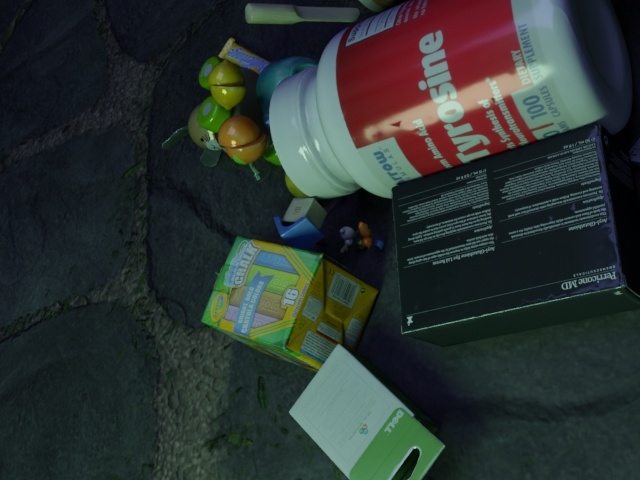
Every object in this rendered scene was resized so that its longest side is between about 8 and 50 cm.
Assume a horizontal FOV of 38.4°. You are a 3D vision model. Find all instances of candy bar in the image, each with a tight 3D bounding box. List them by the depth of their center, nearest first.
[{"bbox_3d":[-0.123,-0.307,1.566,0.040,0.018,0.161,-55,44,2],"label":"candy bar"}]

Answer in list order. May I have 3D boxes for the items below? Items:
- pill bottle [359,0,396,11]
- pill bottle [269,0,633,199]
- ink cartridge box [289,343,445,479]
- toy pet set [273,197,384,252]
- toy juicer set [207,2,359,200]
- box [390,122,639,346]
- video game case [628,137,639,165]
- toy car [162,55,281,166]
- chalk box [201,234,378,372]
[{"bbox_3d":[0.151,-0.467,1.327,0.272,0.152,0.152,-30,51,25],"label":"pill bottle"},{"bbox_3d":[0.146,-0.183,1.120,0.407,0.229,0.229,-16,57,34],"label":"pill bottle"},{"bbox_3d":[0.064,0.226,1.079,0.109,0.062,0.209,-54,45,3],"label":"ink cartridge box"},{"bbox_3d":[0.000,0.000,1.216,0.122,0.114,0.065,2,57,43],"label":"toy pet set"},{"bbox_3d":[-0.063,-0.226,1.350,0.089,0.209,0.329,134,147,-60],"label":"toy juicer set"},{"bbox_3d":[0.218,0.004,1.032,0.261,0.103,0.184,-16,64,33],"label":"box"},{"bbox_3d":[0.389,-0.132,1.005,0.122,0.011,0.087,-52,7,5],"label":"video game case"},{"bbox_3d":[-0.158,-0.169,1.434,0.188,0.155,0.149,-30,50,37],"label":"toy car"},{"bbox_3d":[-0.058,0.083,1.215,0.213,0.132,0.132,10,74,44],"label":"chalk box"}]
